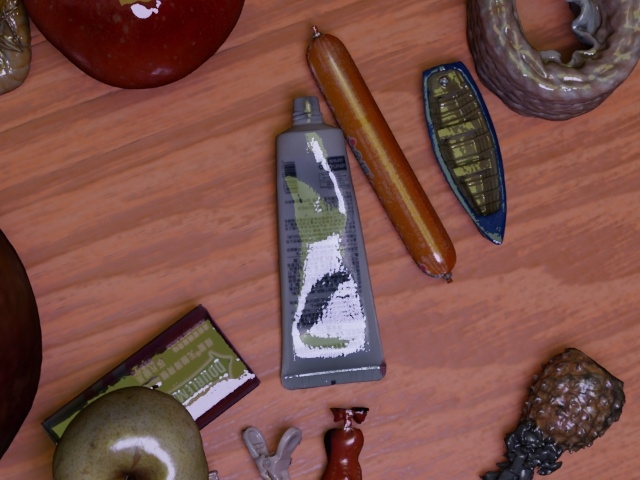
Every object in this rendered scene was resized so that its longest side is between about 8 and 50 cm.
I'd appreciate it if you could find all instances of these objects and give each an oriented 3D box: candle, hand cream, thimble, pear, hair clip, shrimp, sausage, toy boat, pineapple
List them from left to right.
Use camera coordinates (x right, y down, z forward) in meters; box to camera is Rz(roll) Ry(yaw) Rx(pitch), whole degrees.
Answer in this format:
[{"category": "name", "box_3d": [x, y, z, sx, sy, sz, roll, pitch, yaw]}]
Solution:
[{"category": "shrimp", "box_3d": [-0.379, -0.242, 1.412, 0.095, 0.045, 0.162, -6, 120, -17]}, {"category": "pear", "box_3d": [-0.193, 0.237, 1.275, 0.167, 0.136, 0.167, 0, 87, -8]}, {"category": "hair clip", "box_3d": [-0.033, 0.316, 1.382, 0.072, 0.034, 0.226, -18, 80, 31]}, {"category": "hand cream", "box_3d": [0.000, 0.000, 1.444, 0.124, 0.078, 0.340, -5, 89, -7]}, {"category": "candle", "box_3d": [0.018, 0.351, 1.390, 0.051, 0.048, 0.329, 0, 80, 21]}, {"category": "sausage", "box_3d": [0.070, -0.102, 1.465, 0.053, 0.053, 0.347, -27, 85, -9]}, {"category": "toy boat", "box_3d": [0.176, -0.101, 1.479, 0.080, 0.046, 0.229, -17, 83, -9]}, {"category": "pineapple", "box_3d": [0.258, 0.218, 1.415, 0.108, 0.108, 0.197, 41, 89, 2]}, {"category": "thimble", "box_3d": [0.271, -0.260, 1.467, 0.196, 0.148, 0.229, -39, 84, -8]}]

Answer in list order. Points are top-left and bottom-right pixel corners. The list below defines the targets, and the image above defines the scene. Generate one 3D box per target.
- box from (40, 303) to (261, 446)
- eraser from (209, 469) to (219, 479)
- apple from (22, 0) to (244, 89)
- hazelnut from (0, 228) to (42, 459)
[{"category": "box", "box_3d": [-0.189, 0.182, 1.386, 0.224, 0.069, 0.120, -35, 86, -12]}, {"category": "eraser", "box_3d": [-0.221, 0.382, 1.340, 0.290, 0.087, 0.171, -19, 78, -8]}, {"category": "apple", "box_3d": [-0.207, -0.304, 1.386, 0.260, 0.216, 0.260, 1, 80, -5]}, {"category": "hazelnut", "box_3d": [-0.480, 0.120, 1.233, 0.421, 0.353, 0.421, -1, 91, -31]}]
